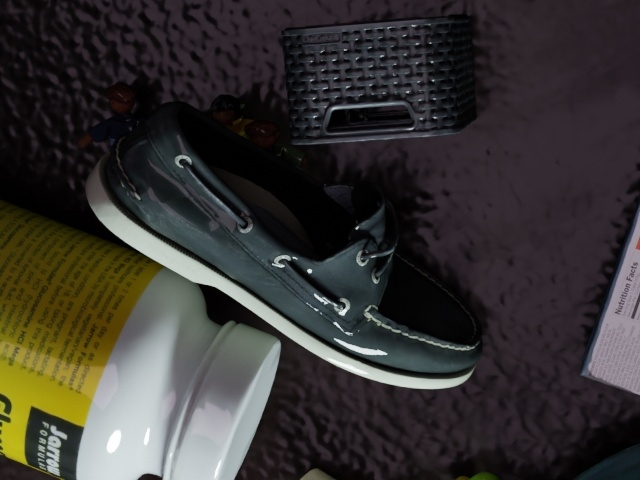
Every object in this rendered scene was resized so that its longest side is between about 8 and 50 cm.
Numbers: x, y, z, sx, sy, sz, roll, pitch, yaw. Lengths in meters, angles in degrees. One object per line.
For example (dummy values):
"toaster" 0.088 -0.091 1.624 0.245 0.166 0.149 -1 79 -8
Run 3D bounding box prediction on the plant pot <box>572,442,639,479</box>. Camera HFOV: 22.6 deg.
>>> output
"plant pot" 0.305 0.344 1.099 0.341 0.334 0.341 0 103 1

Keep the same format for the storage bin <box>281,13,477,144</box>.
"storage bin" 0.047 -0.122 1.186 0.122 0.180 0.084 -3 97 11

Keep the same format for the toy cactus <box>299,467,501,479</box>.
"toy cactus" 0.057 0.252 1.295 0.180 0.112 0.219 41 106 22

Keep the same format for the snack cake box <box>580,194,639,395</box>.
"snack cake box" 0.308 -0.003 1.203 0.152 0.089 0.264 19 101 9

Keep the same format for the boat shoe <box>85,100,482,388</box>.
"boat shoe" 0.000 -0.003 1.195 0.340 0.127 0.113 30 120 -15

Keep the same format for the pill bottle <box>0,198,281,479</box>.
"pill bottle" -0.210 0.083 1.260 0.334 0.188 0.187 21 101 7

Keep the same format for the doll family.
"doll family" -0.104 -0.068 1.275 0.193 0.076 0.111 -3 117 6
